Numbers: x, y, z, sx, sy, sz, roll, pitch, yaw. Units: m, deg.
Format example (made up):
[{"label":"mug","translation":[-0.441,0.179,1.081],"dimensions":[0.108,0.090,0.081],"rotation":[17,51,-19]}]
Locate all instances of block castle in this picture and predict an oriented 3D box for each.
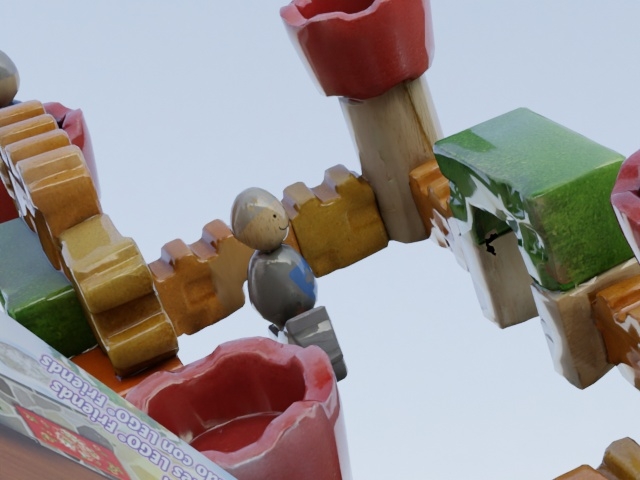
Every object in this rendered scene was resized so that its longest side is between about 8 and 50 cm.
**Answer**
[{"label":"block castle","translation":[0.000,0.000,0.830],"dimensions":[0.303,0.453,0.213],"rotation":[-25,-65,-13]}]

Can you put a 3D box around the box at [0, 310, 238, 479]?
[{"label":"box","translation":[-0.111,0.066,0.274],"dimensions":[0.293,0.201,0.057],"rotation":[37,-61,-9]}]
